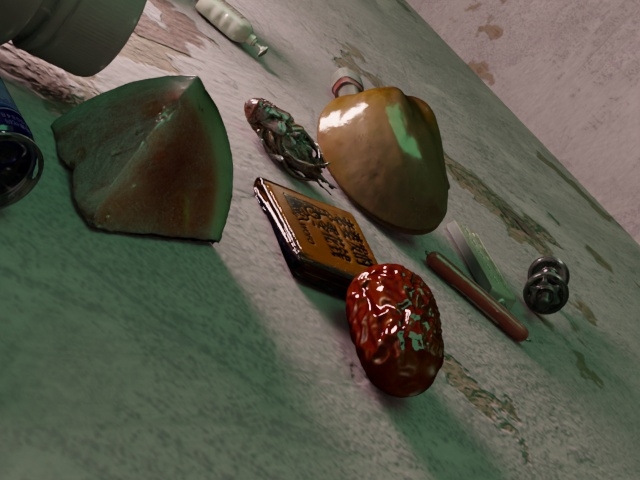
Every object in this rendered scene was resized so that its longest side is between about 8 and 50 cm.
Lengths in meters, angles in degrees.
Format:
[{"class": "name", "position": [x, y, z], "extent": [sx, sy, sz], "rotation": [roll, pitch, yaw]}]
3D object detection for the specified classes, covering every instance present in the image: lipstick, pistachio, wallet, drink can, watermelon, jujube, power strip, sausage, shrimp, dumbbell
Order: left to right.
[{"class": "drink can", "position": [-0.342, -0.138, 0.876], "extent": [0.097, 0.097, 0.235], "rotation": [10, 37, -52]}, {"class": "watermelon", "position": [-0.198, -0.063, 1.048], "extent": [0.202, 0.136, 0.207], "rotation": [-39, 111, -32]}, {"class": "shrimp", "position": [-0.043, -0.142, 1.425], "extent": [0.190, 0.075, 0.073], "rotation": [52, -10, 0]}, {"class": "wallet", "position": [0.003, -0.002, 1.260], "extent": [0.161, 0.042, 0.195], "rotation": [25, 27, -35]}, {"class": "lipstick", "position": [0.058, -0.267, 1.857], "extent": [0.063, 0.057, 0.186], "rotation": [30, 29, -26]}, {"class": "pistachio", "position": [0.106, -0.128, 1.546], "extent": [0.213, 0.163, 0.260], "rotation": [-9, 65, -14]}, {"class": "jujube", "position": [0.089, 0.107, 1.122], "extent": [0.112, 0.109, 0.176], "rotation": [-2, 42, -6]}, {"class": "sausage", "position": [0.252, 0.089, 1.518], "extent": [0.223, 0.029, 0.029], "rotation": [41, 21, -1]}, {"class": "power strip", "position": [0.281, 0.046, 1.654], "extent": [0.060, 0.027, 0.252], "rotation": [27, 25, -31]}, {"class": "dumbbell", "position": [0.417, 0.080, 1.743], "extent": [0.081, 0.081, 0.254], "rotation": [42, 22, 2]}]

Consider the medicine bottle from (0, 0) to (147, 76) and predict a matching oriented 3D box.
[{"class": "medicine bottle", "position": [-0.372, -0.327, 1.036], "extent": [0.340, 0.208, 0.208], "rotation": [24, 27, -37]}]

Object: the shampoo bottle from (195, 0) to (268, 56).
[{"class": "shampoo bottle", "position": [-0.157, -0.396, 1.750], "extent": [0.152, 0.045, 0.077], "rotation": [39, 19, -1]}]
